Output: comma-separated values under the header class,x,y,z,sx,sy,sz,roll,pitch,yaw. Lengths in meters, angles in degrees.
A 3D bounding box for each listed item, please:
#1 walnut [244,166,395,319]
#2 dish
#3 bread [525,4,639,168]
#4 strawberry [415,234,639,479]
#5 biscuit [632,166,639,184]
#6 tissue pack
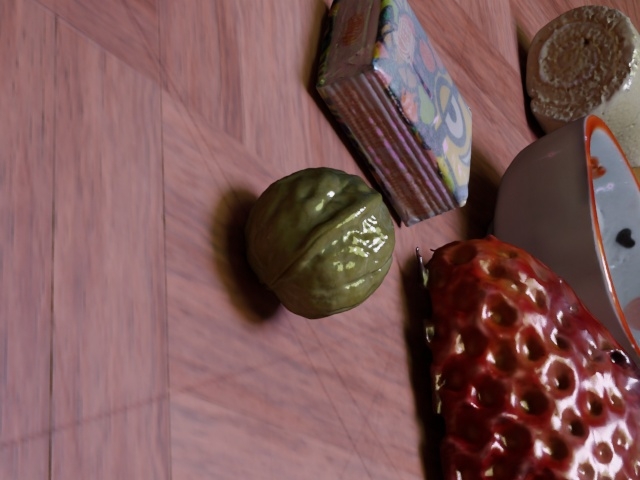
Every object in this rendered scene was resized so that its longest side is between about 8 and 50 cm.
class,x,y,z,sx,sy,sz,roll,pitch,yaw
walnut,0.000,0.000,0.688,0.092,0.092,0.092,42,40,-48
dish,0.224,0.027,1.080,0.256,0.117,0.256,44,37,-47
bread,0.307,-0.163,1.346,0.141,0.134,0.148,38,56,-50
strawberry,0.189,0.140,0.910,0.253,0.150,0.280,26,54,-58
biscuit,0.458,-0.075,1.642,0.296,0.102,0.296,40,41,-46
tissue pack,0.058,-0.101,0.887,0.148,0.060,0.109,54,30,-37
